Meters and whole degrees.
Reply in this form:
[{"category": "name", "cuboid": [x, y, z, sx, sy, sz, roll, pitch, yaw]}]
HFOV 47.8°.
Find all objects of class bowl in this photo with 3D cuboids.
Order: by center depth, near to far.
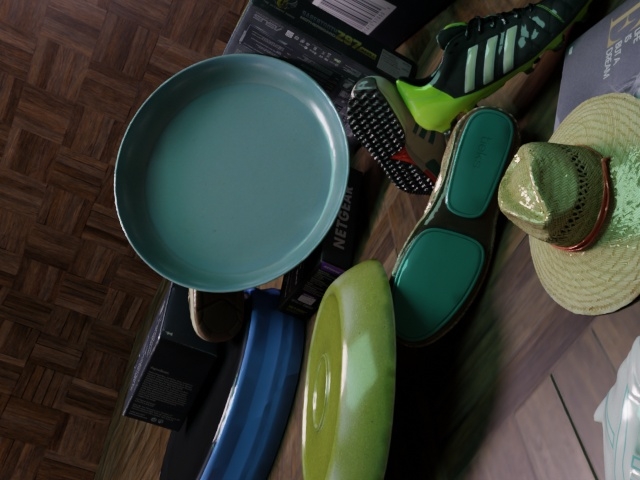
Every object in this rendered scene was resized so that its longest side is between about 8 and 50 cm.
[{"category": "bowl", "cuboid": [-0.141, 0.248, 1.053, 0.391, 0.077, 0.391, -59, 18, 31]}]

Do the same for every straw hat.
[{"category": "straw hat", "cuboid": [0.143, -0.028, 0.439, 0.144, 0.061, 0.144, -169, 90, -71]}]

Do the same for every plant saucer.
[{"category": "plant saucer", "cuboid": [0.016, 0.133, 0.624, 0.241, 0.037, 0.240, -173, 90, -82]}, {"category": "plant saucer", "cuboid": [-0.114, -0.087, 0.939, 0.044, 0.318, 0.317, 38, -108, -72]}]

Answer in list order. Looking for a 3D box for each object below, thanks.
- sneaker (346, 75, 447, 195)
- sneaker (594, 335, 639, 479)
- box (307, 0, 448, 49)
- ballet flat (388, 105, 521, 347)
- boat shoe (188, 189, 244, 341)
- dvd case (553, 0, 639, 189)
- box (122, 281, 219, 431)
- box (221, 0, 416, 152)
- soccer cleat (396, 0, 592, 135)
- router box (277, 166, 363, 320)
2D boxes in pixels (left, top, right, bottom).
[{"category": "sneaker", "cuboid": [0.080, -0.114, 0.695, 0.057, 0.161, 0.075, 4, 60, 36]}, {"category": "sneaker", "cuboid": [0.153, 0.109, 0.300, 0.152, 0.054, 0.061, -78, 8, -53]}, {"category": "box", "cuboid": [0.097, -0.506, 1.051, 0.395, 0.212, 0.293, -70, 15, -12]}, {"category": "ballet flat", "cuboid": [0.113, -0.008, 0.597, 0.206, 0.073, 0.067, -65, -12, -1]}, {"category": "boat shoe", "cuboid": [-0.148, 0.013, 1.012, 0.095, 0.095, 0.257, 151, 127, -71]}, {"category": "dvd case", "cuboid": [0.217, -0.108, 0.437, 0.221, 0.018, 0.164, -36, 34, 62]}, {"category": "box", "cuboid": [-0.222, 0.176, 1.106, 0.156, 0.093, 0.158, -97, 32, -62]}, {"category": "box", "cuboid": [-0.014, -0.230, 0.990, 0.183, 0.233, 0.059, -43, 24, 58]}, {"category": "soccer cleat", "cuboid": [0.141, -0.161, 0.593, 0.179, 0.072, 0.060, -37, 8, 24]}, {"category": "router box", "cuboid": [0.000, 0.000, 0.975, 0.133, 0.046, 0.178, -49, 24, 47]}]
